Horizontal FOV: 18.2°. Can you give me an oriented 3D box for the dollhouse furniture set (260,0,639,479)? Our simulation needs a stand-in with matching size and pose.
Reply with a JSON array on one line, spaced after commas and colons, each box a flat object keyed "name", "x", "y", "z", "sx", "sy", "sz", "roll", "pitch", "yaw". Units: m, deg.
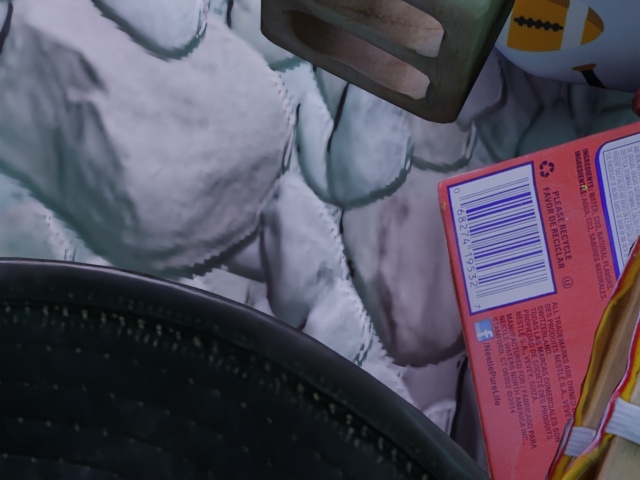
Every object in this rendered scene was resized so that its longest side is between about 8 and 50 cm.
[{"name": "dollhouse furniture set", "x": 0.000, "y": 0.000, "z": 0.508, "sx": 0.374, "sy": 0.152, "sz": 0.201, "roll": 24, "pitch": 81, "yaw": 3}]

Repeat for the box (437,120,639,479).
[{"name": "box", "x": 0.161, "y": 0.107, "z": 0.669, "sx": 0.142, "sy": 0.154, "sz": 0.300, "roll": 5, "pitch": 72, "yaw": -56}]

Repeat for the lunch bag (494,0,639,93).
[{"name": "lunch bag", "x": 0.128, "y": -0.191, "z": 0.705, "sx": 0.243, "sy": 0.115, "sz": 0.303, "roll": 4, "pitch": 73, "yaw": -48}]

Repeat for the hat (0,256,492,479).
[{"name": "hat", "x": -0.071, "y": 0.175, "z": 0.369, "sx": 0.134, "sy": 0.331, "sz": 0.331, "roll": -83, "pitch": 161, "yaw": -81}]
